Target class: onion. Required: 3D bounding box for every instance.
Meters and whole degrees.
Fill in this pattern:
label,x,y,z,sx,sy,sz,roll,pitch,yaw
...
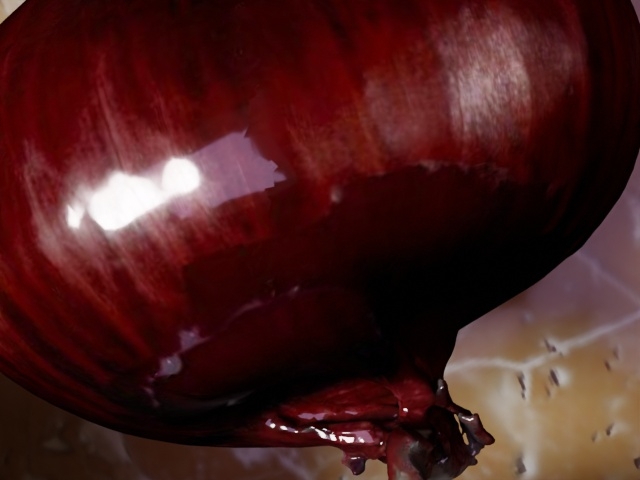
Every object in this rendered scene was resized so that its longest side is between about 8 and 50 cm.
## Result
label,x,y,z,sx,sy,sz,roll,pitch,yaw
onion,0.000,0.000,0.429,0.273,0.273,0.285,-28,74,15
